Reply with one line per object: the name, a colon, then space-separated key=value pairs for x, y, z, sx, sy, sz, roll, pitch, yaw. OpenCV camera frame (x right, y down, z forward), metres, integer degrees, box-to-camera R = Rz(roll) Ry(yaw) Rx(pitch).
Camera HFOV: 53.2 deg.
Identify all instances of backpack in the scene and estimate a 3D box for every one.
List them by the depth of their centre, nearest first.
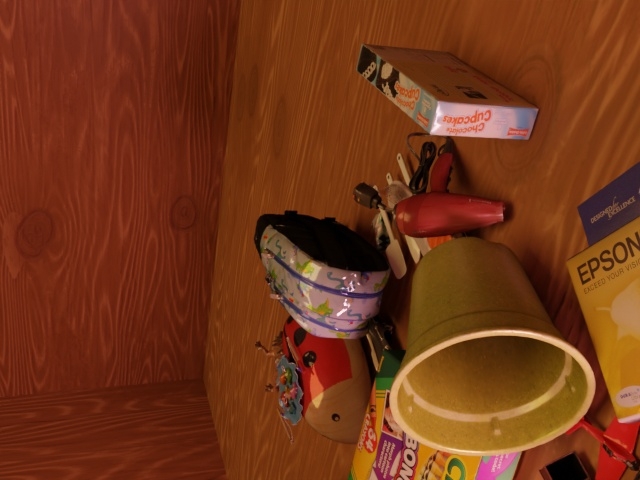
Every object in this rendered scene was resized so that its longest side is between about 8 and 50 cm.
backpack: x=0.016 y=0.075 z=1.501 sx=0.355 sy=0.290 sz=0.273 roll=11 pitch=90 yaw=62

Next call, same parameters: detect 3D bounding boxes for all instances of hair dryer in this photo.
hair dryer: x=0.210 y=-0.101 z=1.162 sx=0.293 sy=0.223 sz=0.080 roll=39 pitch=170 yaw=39

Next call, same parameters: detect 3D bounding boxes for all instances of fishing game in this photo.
fishing game: x=-0.092 y=0.394 z=1.694 sx=0.189 sy=0.041 sz=0.264 roll=-122 pitch=35 yaw=-50

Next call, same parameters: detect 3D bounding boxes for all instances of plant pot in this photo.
plant pot: x=0.237 y=0.138 z=0.971 sx=0.254 sy=0.276 sz=0.276 roll=-87 pitch=10 yaw=-50

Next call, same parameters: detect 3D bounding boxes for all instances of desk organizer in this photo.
desk organizer: x=0.366 y=0.371 z=0.905 sx=0.050 sy=0.047 sz=0.130 roll=89 pitch=165 yaw=-47

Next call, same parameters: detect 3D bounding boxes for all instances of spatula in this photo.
spatula: x=0.175 y=-0.055 z=1.409 sx=0.168 sy=0.019 sz=0.242 roll=-53 pitch=46 yaw=51

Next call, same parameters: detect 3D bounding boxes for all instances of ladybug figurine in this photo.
ladybug figurine: x=0.004 y=0.335 z=1.719 sx=0.449 sy=0.162 sz=0.305 roll=-112 pitch=29 yaw=-45

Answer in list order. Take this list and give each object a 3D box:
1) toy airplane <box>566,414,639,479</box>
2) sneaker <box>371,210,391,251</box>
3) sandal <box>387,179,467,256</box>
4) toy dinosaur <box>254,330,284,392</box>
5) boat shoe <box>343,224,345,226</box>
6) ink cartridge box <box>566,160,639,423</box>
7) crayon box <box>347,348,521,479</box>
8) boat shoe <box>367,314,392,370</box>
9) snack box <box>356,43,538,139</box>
toy airplane: x=0.388 y=0.269 z=0.884 sx=0.151 sy=0.028 sz=0.151 roll=178 pitch=90 yaw=-70
sneaker: x=0.141 y=-0.022 z=1.522 sx=0.069 sy=0.038 sz=0.098 roll=-173 pitch=92 yaw=-71
sandal: x=0.224 y=-0.027 z=1.227 sx=0.265 sy=0.076 sz=0.102 roll=59 pitch=149 yaw=33
toy dinosaur: x=-0.112 y=0.409 z=2.101 sx=0.200 sy=0.127 sz=0.296 roll=-24 pitch=74 yaw=60
boat shoe: x=0.000 y=0.000 z=1.827 sx=0.228 sy=0.081 sz=0.069 roll=164 pitch=108 yaw=-66
ink cartridge box: x=0.420 y=0.026 z=0.739 sx=0.303 sy=0.072 sz=0.307 roll=125 pitch=137 yaw=-58
crayon box: x=0.191 y=0.434 z=1.191 sx=0.313 sy=0.106 sz=0.363 roll=33 pitch=113 yaw=59
boat shoe: x=0.150 y=0.229 z=1.504 sx=0.065 sy=0.075 sz=0.206 roll=-29 pitch=46 yaw=18
snack box: x=0.207 y=-0.266 z=1.117 sx=0.322 sy=0.187 sz=0.060 roll=-120 pitch=35 yaw=-53
